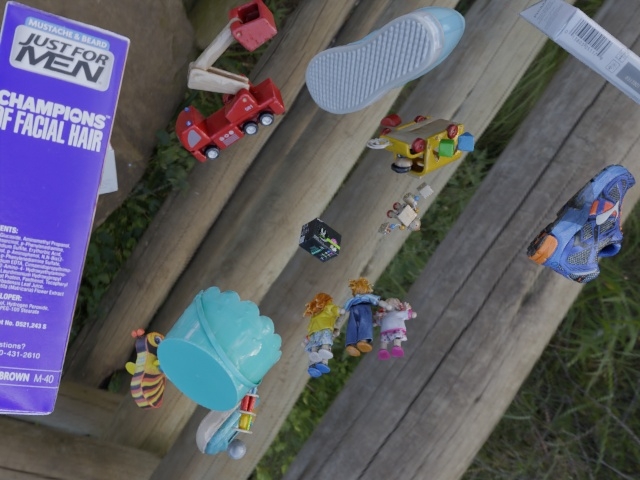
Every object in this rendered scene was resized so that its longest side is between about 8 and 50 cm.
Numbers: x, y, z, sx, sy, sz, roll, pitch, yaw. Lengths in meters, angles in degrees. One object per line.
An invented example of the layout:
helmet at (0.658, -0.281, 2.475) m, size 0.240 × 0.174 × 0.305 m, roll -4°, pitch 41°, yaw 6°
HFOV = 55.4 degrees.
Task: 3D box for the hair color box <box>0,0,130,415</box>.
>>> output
hair color box at (-0.278, -0.028, 0.588) m, size 0.110 × 0.185 × 0.338 m, roll 10°, pitch 90°, yaw -25°

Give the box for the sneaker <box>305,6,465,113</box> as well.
sneaker at (0.123, -0.339, 1.167) m, size 0.150 × 0.366 × 0.135 m, roll -29°, pitch 106°, yaw -35°

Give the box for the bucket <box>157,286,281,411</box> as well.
bucket at (-0.254, 0.276, 1.523) m, size 0.281 × 0.281 × 0.183 m, roll 55°, pitch 44°, yaw -16°

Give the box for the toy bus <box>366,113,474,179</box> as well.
toy bus at (0.196, -0.179, 1.226) m, size 0.202 × 0.191 × 0.104 m, roll -1°, pitch 120°, yaw 6°

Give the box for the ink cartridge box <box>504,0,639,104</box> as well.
ink cartridge box at (0.408, -0.320, 0.963) m, size 0.189 × 0.232 × 0.066 m, roll 26°, pitch 122°, yaw -19°

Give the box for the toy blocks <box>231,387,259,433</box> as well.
toy blocks at (-0.207, 0.473, 1.748) m, size 0.054 × 0.123 × 0.148 m, roll 12°, pitch 72°, yaw 2°

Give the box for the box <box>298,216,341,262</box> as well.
box at (0.000, 0.000, 1.403) m, size 0.083 × 0.052 × 0.062 m, roll 35°, pitch 46°, yaw -29°

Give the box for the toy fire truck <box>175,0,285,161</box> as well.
toy fire truck at (-0.116, -0.188, 0.750) m, size 0.192 × 0.047 × 0.135 m, roll -28°, pitch 139°, yaw 16°

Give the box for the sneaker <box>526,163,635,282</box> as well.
sneaker at (0.356, -0.019, 0.799) m, size 0.087 × 0.083 × 0.221 m, roll 44°, pitch 61°, yaw 10°

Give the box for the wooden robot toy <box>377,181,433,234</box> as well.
wooden robot toy at (0.223, -0.061, 1.526) m, size 0.079 × 0.076 × 0.173 m, roll 44°, pitch 84°, yaw -22°

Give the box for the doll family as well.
doll family at (0.055, 0.159, 1.242) m, size 0.263 × 0.163 × 0.118 m, roll -18°, pitch 133°, yaw 23°

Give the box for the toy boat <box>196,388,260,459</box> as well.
toy boat at (-0.292, 0.618, 2.008) m, size 0.148 × 0.318 × 0.267 m, roll 36°, pitch 52°, yaw 12°

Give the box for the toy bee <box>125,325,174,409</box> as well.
toy bee at (-0.522, 0.351, 1.854) m, size 0.195 × 0.298 × 0.162 m, roll -35°, pitch 124°, yaw 17°

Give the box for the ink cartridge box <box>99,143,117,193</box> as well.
ink cartridge box at (-0.602, -0.270, 1.490) m, size 0.130 × 0.272 × 0.309 m, roll -16°, pitch 74°, yaw -21°
